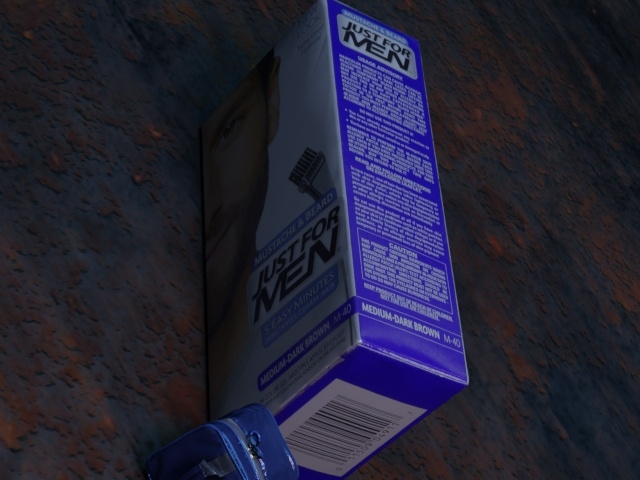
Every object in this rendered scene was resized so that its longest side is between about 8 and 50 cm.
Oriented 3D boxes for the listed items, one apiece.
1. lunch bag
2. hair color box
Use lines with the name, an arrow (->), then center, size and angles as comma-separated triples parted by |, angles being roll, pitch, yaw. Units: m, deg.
lunch bag -> -0.068, 0.157, 1.100 | 0.065, 0.098, 0.067 | -19, 78, -49
hair color box -> 0.000, 0.000, 1.236 | 0.110, 0.185, 0.339 | 23, 43, -29
